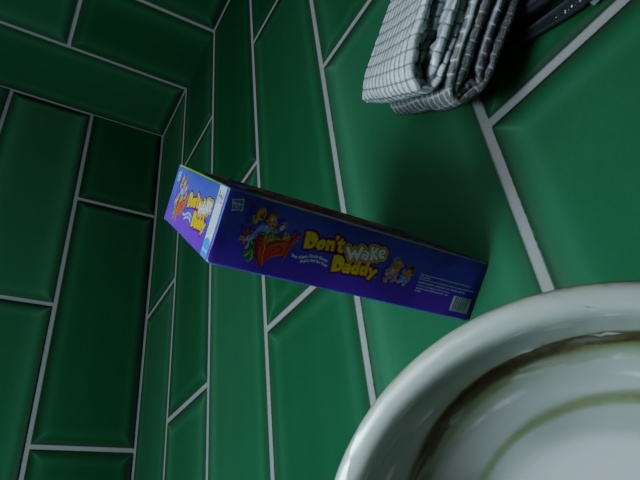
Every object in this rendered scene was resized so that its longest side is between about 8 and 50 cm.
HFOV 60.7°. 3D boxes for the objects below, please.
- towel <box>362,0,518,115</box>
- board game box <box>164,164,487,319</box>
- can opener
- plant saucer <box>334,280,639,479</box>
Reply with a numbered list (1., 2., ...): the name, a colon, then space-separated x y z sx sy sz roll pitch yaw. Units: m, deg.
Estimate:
1. towel: 0.170 -0.315 0.742 0.235 0.121 0.283 -132 60 -76
2. board game box: 0.000 0.000 0.700 0.233 0.347 0.078 27 101 61
3. can opener: 0.287 -0.285 0.639 0.059 0.073 0.186 57 144 2
4. plant saucer: 0.203 0.225 0.350 0.401 0.100 0.400 -1 86 19
